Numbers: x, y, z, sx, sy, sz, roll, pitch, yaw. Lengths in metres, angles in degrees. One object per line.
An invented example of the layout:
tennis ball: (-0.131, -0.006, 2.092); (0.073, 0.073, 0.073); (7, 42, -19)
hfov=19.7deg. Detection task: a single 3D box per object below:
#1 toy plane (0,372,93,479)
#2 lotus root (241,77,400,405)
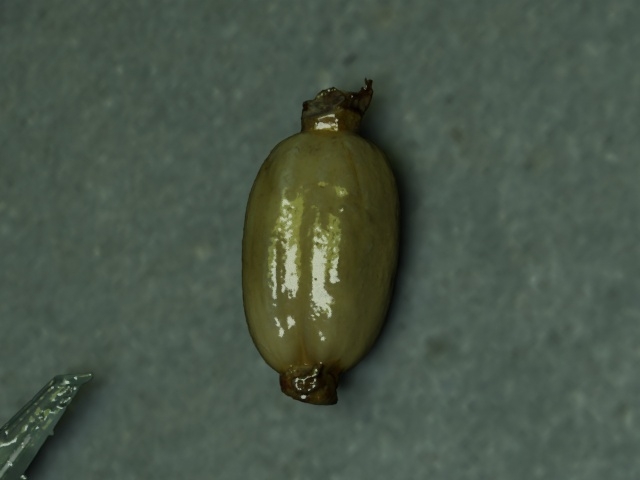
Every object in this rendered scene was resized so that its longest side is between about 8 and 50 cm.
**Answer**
toy plane: (-0.171, 0.164, 0.885); (0.226, 0.058, 0.226); (12, 90, 26)
lotus root: (0.000, 0.000, 0.842); (0.073, 0.062, 0.150); (4, 83, 15)
